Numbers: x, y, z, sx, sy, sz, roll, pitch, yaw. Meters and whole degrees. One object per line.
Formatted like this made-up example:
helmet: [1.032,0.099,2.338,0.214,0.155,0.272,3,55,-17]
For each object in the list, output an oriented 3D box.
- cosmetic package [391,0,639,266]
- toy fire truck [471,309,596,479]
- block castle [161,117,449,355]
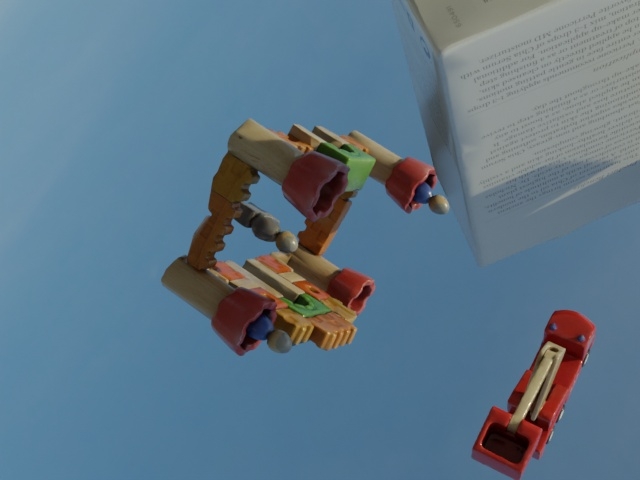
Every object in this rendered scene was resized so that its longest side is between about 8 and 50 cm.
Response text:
cosmetic package: [0.226,-0.167,1.136,0.230,0.453,0.161,-23,-120,1]
toy fire truck: [0.199,0.135,0.958,0.047,0.135,0.192,23,-112,19]
block castle: [0.000,0.000,1.549,0.213,0.453,0.303,34,-75,19]
